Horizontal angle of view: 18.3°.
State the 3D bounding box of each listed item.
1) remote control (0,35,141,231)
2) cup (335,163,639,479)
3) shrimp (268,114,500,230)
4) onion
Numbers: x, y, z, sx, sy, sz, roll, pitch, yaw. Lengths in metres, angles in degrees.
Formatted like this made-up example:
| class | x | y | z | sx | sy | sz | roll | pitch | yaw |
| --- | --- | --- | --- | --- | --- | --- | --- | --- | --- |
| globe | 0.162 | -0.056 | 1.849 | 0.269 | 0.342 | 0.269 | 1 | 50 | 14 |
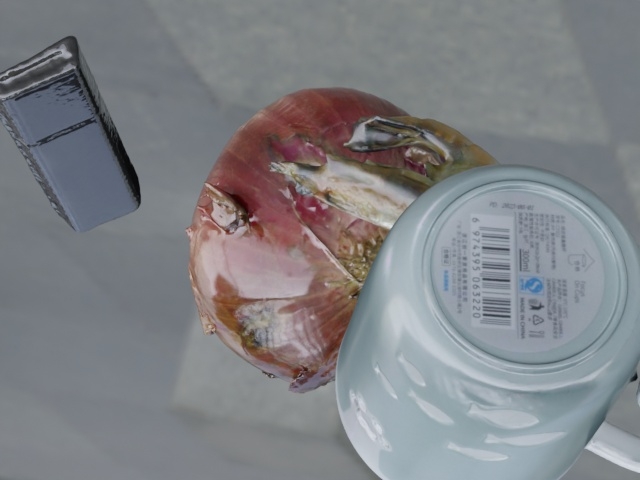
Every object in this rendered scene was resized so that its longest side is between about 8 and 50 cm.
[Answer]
| class | x | y | z | sx | sy | sz | roll | pitch | yaw |
| --- | --- | --- | --- | --- | --- | --- | --- | --- | --- |
| remote control | -0.153 | -0.059 | 1.216 | 0.063 | 0.025 | 0.245 | -25 | 162 | -4 |
| cup | 0.200 | 0.105 | 1.778 | 0.357 | 0.259 | 0.274 | 27 | 156 | 6 |
| shrimp | 0.083 | -0.076 | 2.052 | 0.254 | 0.145 | 0.059 | 22 | 154 | 6 |
| onion | 0.008 | -0.003 | 2.247 | 0.354 | 0.353 | 0.353 | 13 | 161 | 5 |
